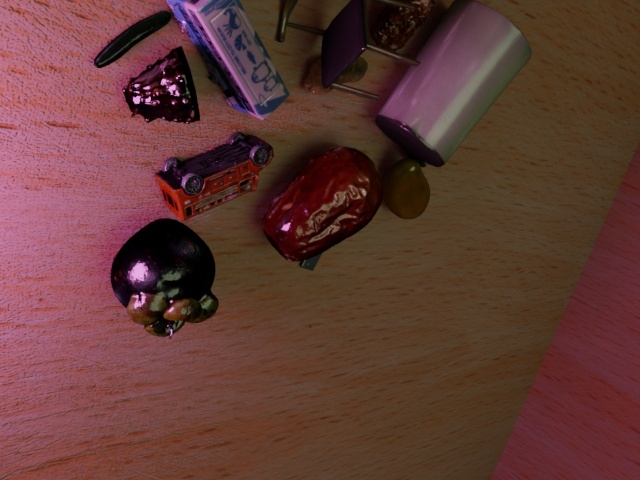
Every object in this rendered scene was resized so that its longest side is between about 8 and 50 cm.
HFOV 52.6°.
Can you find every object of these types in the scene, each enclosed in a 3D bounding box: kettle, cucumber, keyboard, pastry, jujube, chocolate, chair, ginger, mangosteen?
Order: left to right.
[{"bbox_3d":[-0.355,-0.382,1.220,0.184,0.033,0.036,-41,110,-17],"label":"cucumber"},{"bbox_3d":[-0.316,-0.292,1.263,0.133,0.156,0.156,-12,126,-5],"label":"chocolate"},{"bbox_3d":[-0.328,0.083,1.381,0.243,0.243,0.243,-22,127,-32],"label":"mangosteen"},{"bbox_3d":[0.001,0.001,1.787,0.055,0.014,0.176,21,99,-48],"label":"keyboard"},{"bbox_3d":[0.008,-0.087,1.607,0.318,0.223,0.223,-41,135,-12],"label":"jujube"},{"bbox_3d":[0.041,-0.404,1.542,0.190,0.069,0.095,-31,149,-26],"label":"ginger"},{"bbox_3d":[0.055,-0.436,1.408,0.272,0.188,0.166,10,67,-28],"label":"chair"},{"bbox_3d":[0.199,-0.536,1.529,0.097,0.208,0.115,18,59,-18],"label":"pastry"},{"bbox_3d":[0.346,-0.391,1.743,0.376,0.250,0.361,-54,166,0],"label":"kettle"}]

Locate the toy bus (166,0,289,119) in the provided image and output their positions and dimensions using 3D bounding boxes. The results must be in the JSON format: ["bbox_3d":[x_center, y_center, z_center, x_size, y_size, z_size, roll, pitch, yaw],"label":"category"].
[{"bbox_3d":[-0.182,-0.385,1.302,0.106,0.131,0.297,-46,138,-13],"label":"toy bus"}]

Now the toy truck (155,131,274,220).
[{"bbox_3d":[-0.224,-0.144,1.427,0.253,0.107,0.114,-27,131,-27],"label":"toy truck"}]

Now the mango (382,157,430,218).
[{"bbox_3d":[0.242,-0.148,1.834,0.136,0.099,0.227,-8,144,5],"label":"mango"}]
